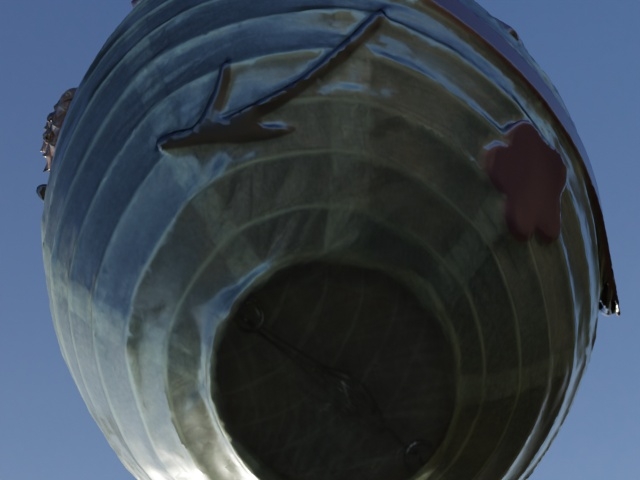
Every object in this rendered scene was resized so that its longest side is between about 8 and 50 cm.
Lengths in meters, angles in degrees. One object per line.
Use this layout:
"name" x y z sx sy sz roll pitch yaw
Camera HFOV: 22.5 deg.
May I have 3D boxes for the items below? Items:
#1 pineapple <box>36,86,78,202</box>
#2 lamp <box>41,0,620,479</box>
"pineapple" -0.185 -0.040 1.371 0.119 0.237 0.111 32 -65 -24
"lamp" 0.000 0.000 0.664 0.233 0.233 0.265 -39 -65 -6
